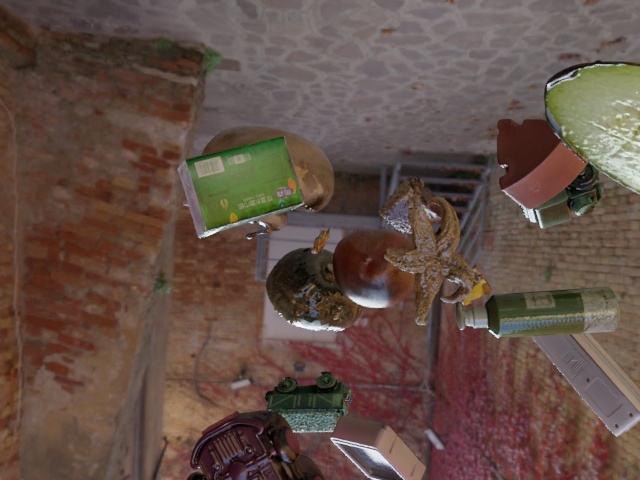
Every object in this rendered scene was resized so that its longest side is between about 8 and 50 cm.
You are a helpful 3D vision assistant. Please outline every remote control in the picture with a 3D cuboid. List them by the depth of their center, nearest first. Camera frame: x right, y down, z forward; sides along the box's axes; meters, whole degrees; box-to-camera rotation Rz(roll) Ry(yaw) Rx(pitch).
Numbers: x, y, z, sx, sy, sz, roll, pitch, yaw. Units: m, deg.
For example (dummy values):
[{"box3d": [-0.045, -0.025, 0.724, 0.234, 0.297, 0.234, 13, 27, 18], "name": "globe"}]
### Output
[{"box3d": [0.578, 0.273, 1.254, 0.056, 0.277, 0.103, -17, 144, -26], "name": "remote control"}]

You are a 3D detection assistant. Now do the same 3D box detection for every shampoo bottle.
[{"box3d": [0.288, 0.098, 0.789, 0.205, 0.065, 0.065, -5, 179, 6], "name": "shampoo bottle"}]

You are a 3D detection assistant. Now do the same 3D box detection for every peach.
[{"box3d": [0.158, 0.079, 1.671, 0.253, 0.252, 0.252, 4, 180, 0], "name": "peach"}]

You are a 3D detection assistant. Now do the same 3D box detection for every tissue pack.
[{"box3d": [-0.167, -0.105, 1.176, 0.209, 0.148, 0.156, -19, -179, -22], "name": "tissue pack"}]

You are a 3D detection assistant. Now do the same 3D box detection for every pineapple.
[{"box3d": [0.382, 0.101, 1.423, 0.077, 0.114, 0.114, 24, 158, 22], "name": "pineapple"}]

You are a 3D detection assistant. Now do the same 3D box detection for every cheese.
[{"box3d": [0.475, -0.172, 1.322, 0.128, 0.177, 0.203, 29, 175, -35], "name": "cheese"}]

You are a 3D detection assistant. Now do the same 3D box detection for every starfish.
[{"box3d": [0.175, 0.033, 0.932, 0.150, 0.209, 0.053, 10, -177, 11], "name": "starfish"}]

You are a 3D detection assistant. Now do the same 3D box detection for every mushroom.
[{"box3d": [-0.146, -0.147, 1.548, 0.362, 0.294, 0.362, 11, -179, 0], "name": "mushroom"}]

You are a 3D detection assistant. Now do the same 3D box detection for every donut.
[{"box3d": [0.225, -0.074, 1.402, 0.126, 0.144, 0.186, -35, -172, 24], "name": "donut"}]

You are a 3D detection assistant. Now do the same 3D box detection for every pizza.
[{"box3d": [0.000, 0.000, 1.168, 0.016, 0.037, 0.083, 14, -141, 17], "name": "pizza"}]

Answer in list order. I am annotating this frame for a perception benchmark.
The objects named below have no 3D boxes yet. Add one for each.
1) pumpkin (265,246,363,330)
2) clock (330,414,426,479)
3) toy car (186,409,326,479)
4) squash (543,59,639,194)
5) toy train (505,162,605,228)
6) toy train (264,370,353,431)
[{"box3d": [-0.016, 0.168, 1.938, 0.328, 0.291, 0.257, -1, 141, -41], "name": "pumpkin"}, {"box3d": [0.135, 0.492, 1.346, 0.150, 0.063, 0.197, -6, 132, 45], "name": "clock"}, {"box3d": [-0.118, 0.533, 1.308, 0.271, 0.340, 0.240, -30, 175, 12], "name": "toy car"}, {"box3d": [0.411, -0.136, 0.763, 0.155, 0.204, 0.237, -19, 144, -2], "name": "squash"}, {"box3d": [0.669, -0.184, 1.673, 0.238, 0.299, 0.167, -20, 146, 17], "name": "toy train"}, {"box3d": [-0.038, 0.482, 1.736, 0.270, 0.115, 0.154, -2, -150, 6], "name": "toy train"}]
